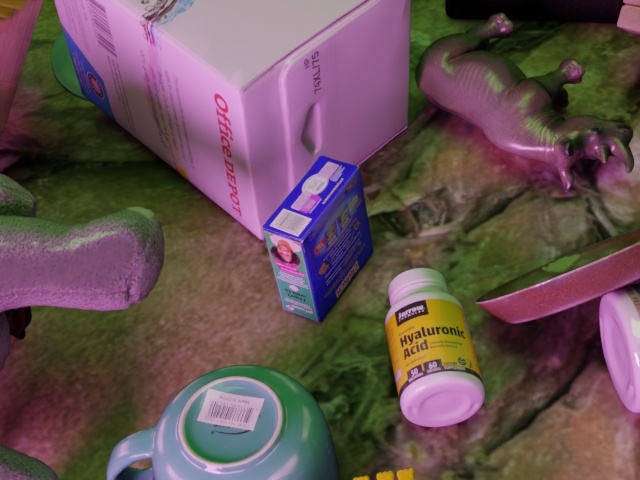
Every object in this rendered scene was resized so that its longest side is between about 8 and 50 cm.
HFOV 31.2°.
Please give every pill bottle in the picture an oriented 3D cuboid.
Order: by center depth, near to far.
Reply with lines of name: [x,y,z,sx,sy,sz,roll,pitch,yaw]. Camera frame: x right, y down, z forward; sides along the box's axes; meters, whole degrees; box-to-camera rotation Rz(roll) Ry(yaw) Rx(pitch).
pill bottle: [0.300,0.066,0.844,0.169,0.094,0.094,-12,49,0]
pill bottle: [0.085,0.080,0.889,0.065,0.065,0.116,-10,48,1]

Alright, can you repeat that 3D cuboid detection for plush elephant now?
plush elephant: [-0.322,0.061,0.880,0.330,0.271,0.255,13,5,-20]

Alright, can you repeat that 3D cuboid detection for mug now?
mug: [-0.067,0.161,0.824,0.158,0.097,0.129,-28,51,-15]

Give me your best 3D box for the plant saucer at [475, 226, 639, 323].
plant saucer: [0.201,0.026,0.878,0.169,0.168,0.029,-23,87,-10]

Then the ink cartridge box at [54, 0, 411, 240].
ink cartridge box: [-0.080,-0.182,1.039,0.197,0.198,0.270,-39,61,-23]

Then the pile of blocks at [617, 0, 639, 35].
pile of blocks: [0.369,-0.304,1.084,0.113,0.148,0.362,19,43,31]

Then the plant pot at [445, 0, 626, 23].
plant pot: [0.215,-0.335,1.117,0.188,0.167,0.188,4,75,14]

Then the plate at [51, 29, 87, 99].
plate: [-0.197,-0.217,1.219,0.188,0.024,0.188,-4,49,5]

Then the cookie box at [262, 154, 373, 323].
cookie box: [0.000,0.000,0.944,0.040,0.107,0.092,21,55,26]

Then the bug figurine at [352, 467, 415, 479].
bug figurine: [0.013,0.289,0.718,0.216,0.072,0.279,-8,53,11]

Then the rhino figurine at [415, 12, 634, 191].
rhino figurine: [0.186,-0.122,1.041,0.106,0.073,0.243,-33,54,-23]

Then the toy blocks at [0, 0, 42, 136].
toy blocks: [-0.419,-0.170,1.081,0.381,0.260,0.191,28,15,30]
